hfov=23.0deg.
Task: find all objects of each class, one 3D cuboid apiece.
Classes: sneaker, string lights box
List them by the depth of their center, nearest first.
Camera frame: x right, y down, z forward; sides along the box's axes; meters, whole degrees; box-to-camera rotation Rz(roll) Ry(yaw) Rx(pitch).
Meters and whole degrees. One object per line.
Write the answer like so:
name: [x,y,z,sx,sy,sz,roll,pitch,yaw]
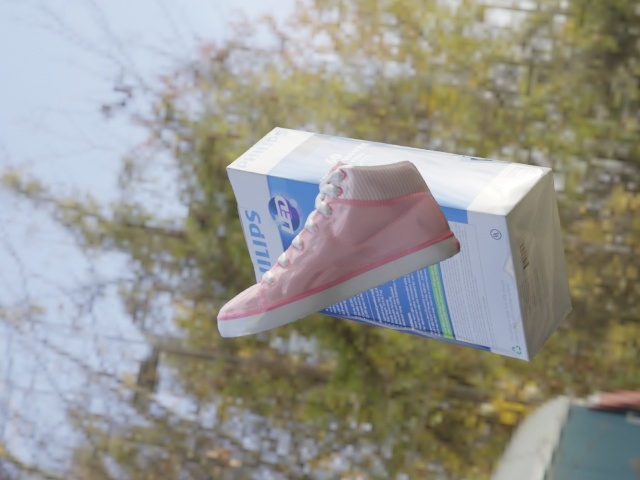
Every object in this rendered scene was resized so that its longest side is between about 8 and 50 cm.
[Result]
sneaker: [0.000,0.000,0.827,0.051,0.134,0.070,-170,58,-86]
string lights box: [0.059,-0.001,1.242,0.077,0.260,0.133,-43,-48,-40]
